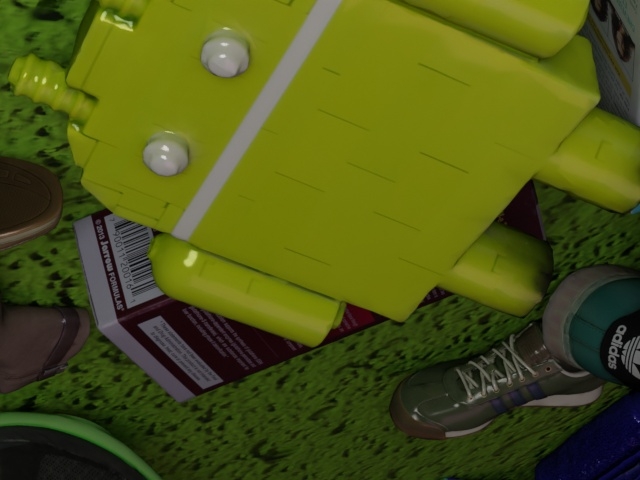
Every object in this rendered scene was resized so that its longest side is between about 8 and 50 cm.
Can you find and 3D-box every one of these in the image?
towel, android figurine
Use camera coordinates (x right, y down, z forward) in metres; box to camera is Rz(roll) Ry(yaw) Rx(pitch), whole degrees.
[{"bbox_3d":[0.384,0.182,1.292,0.228,0.076,0.308,5,143,-37],"label":"towel"},{"bbox_3d":[0.004,-0.049,0.573,0.273,0.056,0.248,21,133,-20],"label":"android figurine"}]

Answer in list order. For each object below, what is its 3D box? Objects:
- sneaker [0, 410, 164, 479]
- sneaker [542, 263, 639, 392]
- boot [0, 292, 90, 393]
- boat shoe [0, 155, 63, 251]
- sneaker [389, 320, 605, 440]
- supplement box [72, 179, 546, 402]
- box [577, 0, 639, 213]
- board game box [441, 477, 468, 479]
[{"bbox_3d":[-0.278,0.210,0.789,0.483,0.202,0.185,13,139,-45],"label":"sneaker"},{"bbox_3d":[0.317,0.079,0.986,0.302,0.121,0.108,-1,109,-30],"label":"sneaker"},{"bbox_3d":[-0.173,0.050,0.753,0.087,0.042,0.118,-6,151,-36],"label":"boot"},{"bbox_3d":[-0.188,-0.007,0.632,0.135,0.050,0.045,-8,155,0],"label":"boat shoe"},{"bbox_3d":[0.150,0.097,1.016,0.192,0.064,0.086,-8,142,-22],"label":"sneaker"},{"bbox_3d":[0.000,0.000,0.730,0.239,0.073,0.130,-21,152,4],"label":"supplement box"},{"bbox_3d":[0.153,-0.116,0.592,0.060,0.100,0.244,-20,152,0],"label":"box"},{"bbox_3d":[0.182,0.315,1.394,0.210,0.047,0.160,11,141,-26],"label":"board game box"}]
